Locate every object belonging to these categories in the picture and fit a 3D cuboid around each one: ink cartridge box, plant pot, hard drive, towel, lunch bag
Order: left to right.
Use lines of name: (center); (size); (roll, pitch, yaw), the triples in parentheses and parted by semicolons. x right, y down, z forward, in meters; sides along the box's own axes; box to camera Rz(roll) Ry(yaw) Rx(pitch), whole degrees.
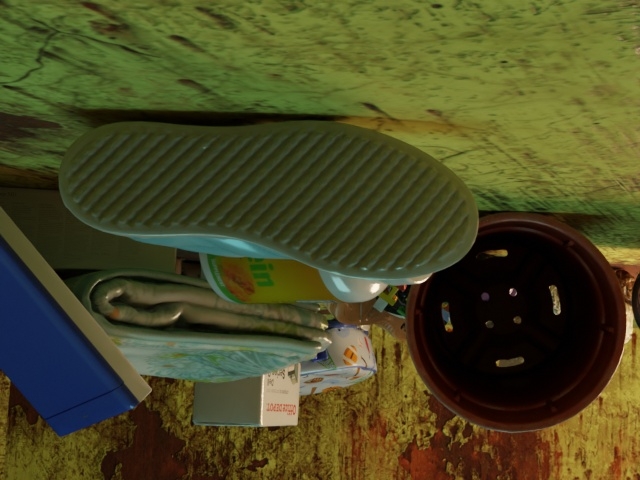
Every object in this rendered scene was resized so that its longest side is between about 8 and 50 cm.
hard drive: (-0.354, 0.084, 1.435); (0.210, 0.319, 0.040); (-26, -165, 50)
towel: (-0.217, 0.122, 1.616); (0.374, 0.090, 0.320); (13, 160, -36)
ink cartridge box: (-0.111, 0.159, 2.003); (0.121, 0.289, 0.211); (1, 173, 16)
lunch bag: (-0.047, 0.216, 2.232); (0.303, 0.115, 0.243); (-14, 166, 12)
plant pot: (0.249, 0.099, 1.645); (0.272, 0.273, 0.265); (2, -179, 4)

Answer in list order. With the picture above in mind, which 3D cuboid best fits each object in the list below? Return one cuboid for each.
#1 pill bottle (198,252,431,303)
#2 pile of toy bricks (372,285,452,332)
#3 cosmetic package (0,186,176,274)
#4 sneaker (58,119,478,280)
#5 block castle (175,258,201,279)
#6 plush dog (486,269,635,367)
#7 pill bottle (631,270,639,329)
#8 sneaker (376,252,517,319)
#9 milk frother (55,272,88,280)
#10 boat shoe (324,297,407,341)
pill bottle: (0.000, 0.000, 1.334); (0.245, 0.136, 0.136); (-3, 171, 36)
pile of toy bricks: (0.170, 0.084, 1.829); (0.212, 0.105, 0.118); (36, -158, 1)
cosmetic package: (-0.295, -0.010, 1.514); (0.239, 0.099, 0.060); (4, 175, -5)
sneaker: (-0.041, -0.044, 1.115); (0.365, 0.135, 0.150); (11, -179, 3)
block castle: (-0.313, 0.161, 2.387); (0.303, 0.213, 0.453); (0, 172, 19)
plush dog: (0.424, 0.136, 2.091); (0.225, 0.262, 0.211); (15, -158, -19)
pill bottle: (0.513, 0.079, 1.680); (0.161, 0.161, 0.283); (1, 172, 7)
sneaker: (0.179, 0.054, 1.952); (0.283, 0.107, 0.124); (-10, 151, 44)
milk frother: (-0.326, 0.053, 1.706); (0.129, 0.143, 0.135); (-16, 139, -9)
boat shoe: (0.114, 0.093, 2.192); (0.341, 0.122, 0.110); (19, -161, -51)
